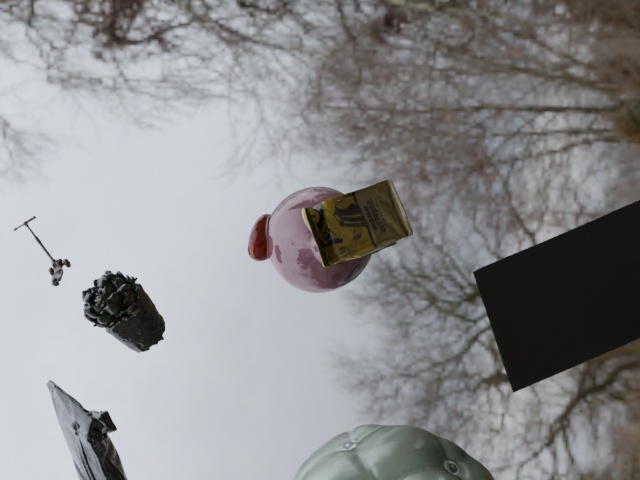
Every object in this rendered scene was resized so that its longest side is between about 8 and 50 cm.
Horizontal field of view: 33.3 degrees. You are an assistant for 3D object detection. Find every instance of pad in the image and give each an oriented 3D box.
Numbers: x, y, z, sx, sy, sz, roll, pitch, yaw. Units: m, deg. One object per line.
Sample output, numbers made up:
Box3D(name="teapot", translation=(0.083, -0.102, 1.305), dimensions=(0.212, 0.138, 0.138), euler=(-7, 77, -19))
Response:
Box3D(name="pad", translation=(0.282, 0.046, 1.052), dimensions=(0.006, 0.246, 0.170), euler=(-114, 0, -57))

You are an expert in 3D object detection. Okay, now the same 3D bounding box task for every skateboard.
Box3D(name="skateboard", translation=(-0.350, 0.015, 1.341), dimensions=(0.083, 0.032, 0.064), euler=(58, -176, -21))

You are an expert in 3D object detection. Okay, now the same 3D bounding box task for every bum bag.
Box3D(name="bum bag", translation=(-0.272, 0.271, 1.318), dimensions=(0.060, 0.123, 0.248), euler=(-24, -49, -23))

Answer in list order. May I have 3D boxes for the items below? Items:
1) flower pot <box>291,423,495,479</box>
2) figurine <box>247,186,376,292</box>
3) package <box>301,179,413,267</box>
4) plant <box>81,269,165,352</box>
Box3D(name="flower pot", translation=(0.064, 0.304, 1.019), dimensions=(0.195, 0.246, 0.246), euler=(-64, -27, -44))
Box3D(name="figurine", translation=(0.000, 0.000, 1.651), dimensions=(0.173, 0.173, 0.173), euler=(5, -90, -72))
Box3D(name="package", translation=(0.032, -0.015, 1.155), dimensions=(0.131, 0.047, 0.071), euler=(-21, -94, -34))
Box3D(name="plant", translation=(-0.302, 0.106, 1.647), dimensions=(0.143, 0.094, 0.092), euler=(48, -159, -31))
